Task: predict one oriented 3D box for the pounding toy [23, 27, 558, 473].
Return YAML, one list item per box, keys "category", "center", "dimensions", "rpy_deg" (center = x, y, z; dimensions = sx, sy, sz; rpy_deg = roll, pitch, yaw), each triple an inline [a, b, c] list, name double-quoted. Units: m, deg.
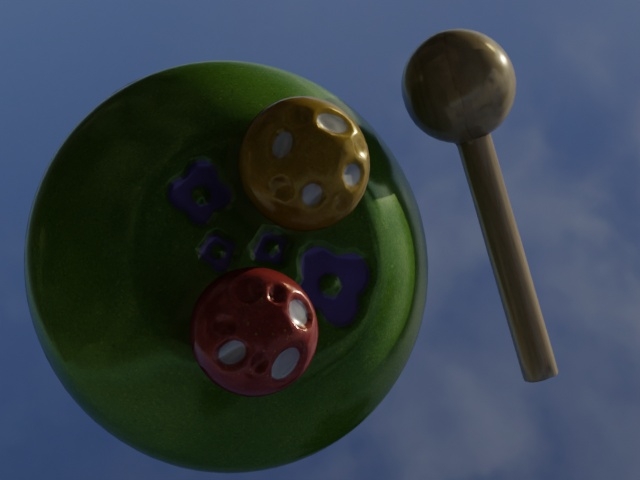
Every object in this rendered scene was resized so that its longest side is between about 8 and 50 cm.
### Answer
- category: "pounding toy"
  center: [0.000, 0.000, 0.720]
  dimensions: [0.236, 0.183, 0.110]
  rpy_deg: [-12, 178, -19]
